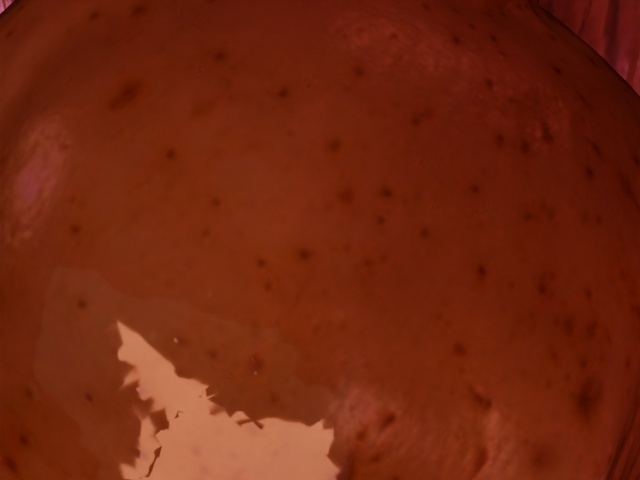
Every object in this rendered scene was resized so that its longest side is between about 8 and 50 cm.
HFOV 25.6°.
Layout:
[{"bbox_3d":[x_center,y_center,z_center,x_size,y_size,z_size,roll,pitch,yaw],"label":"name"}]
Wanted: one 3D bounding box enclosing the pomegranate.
[{"bbox_3d":[0.000,0.000,0.658,0.410,0.410,0.410,13,140,11],"label":"pomegranate"}]
